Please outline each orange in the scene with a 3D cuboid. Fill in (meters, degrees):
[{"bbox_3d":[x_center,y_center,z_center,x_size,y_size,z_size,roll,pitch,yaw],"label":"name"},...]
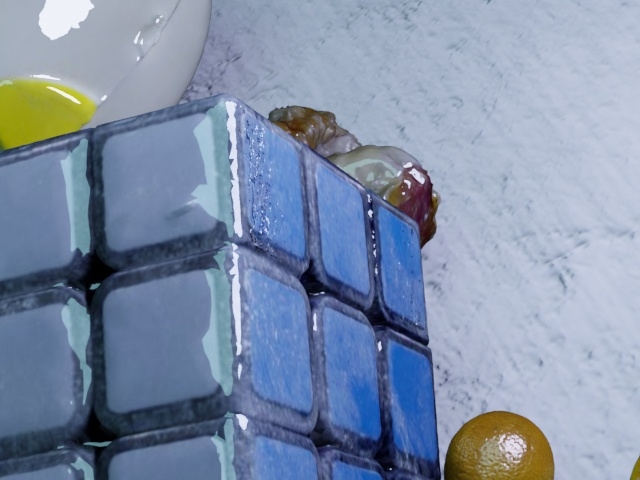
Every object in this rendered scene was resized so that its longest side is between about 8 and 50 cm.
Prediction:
[{"bbox_3d":[0.121,0.159,1.156,0.085,0.085,0.085,-18,41,17],"label":"orange"}]

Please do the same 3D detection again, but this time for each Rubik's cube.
[{"bbox_3d":[-0.111,0.111,1.108,0.303,0.301,0.305,-14,69,23],"label":"Rubik's cube"}]

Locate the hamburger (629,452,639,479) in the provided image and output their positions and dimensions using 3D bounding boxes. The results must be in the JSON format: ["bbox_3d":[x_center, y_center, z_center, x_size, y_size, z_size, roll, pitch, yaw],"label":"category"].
[{"bbox_3d":[0.255,0.162,1.055,0.126,0.081,0.141,3,50,36],"label":"hamburger"}]

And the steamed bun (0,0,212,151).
[{"bbox_3d":[-0.278,-0.205,1.615,0.334,0.334,0.374,8,58,39],"label":"steamed bun"}]

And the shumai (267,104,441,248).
[{"bbox_3d":[-0.002,0.002,1.369,0.185,0.218,0.184,39,65,10],"label":"shumai"}]
